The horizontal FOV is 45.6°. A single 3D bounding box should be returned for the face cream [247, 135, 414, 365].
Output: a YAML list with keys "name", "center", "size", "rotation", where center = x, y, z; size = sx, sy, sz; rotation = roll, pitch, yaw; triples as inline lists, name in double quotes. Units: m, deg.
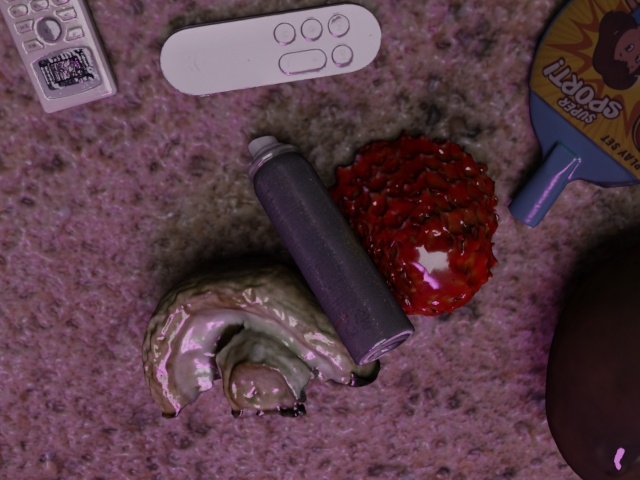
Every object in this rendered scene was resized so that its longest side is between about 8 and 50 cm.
- name: "face cream"
  center: [0.000, 0.000, 0.832]
  size: [0.073, 0.073, 0.283]
  rotation: [-36, 70, 11]

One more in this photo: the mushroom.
- name: "mushroom"
  center: [-0.070, 0.098, 0.897]
  size: [0.267, 0.189, 0.164]
  rotation: [-7, 103, 24]

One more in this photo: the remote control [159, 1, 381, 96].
- name: "remote control"
  center: [-0.055, -0.210, 0.840]
  size: [0.245, 0.022, 0.077]
  rotation: [-9, 113, -1]

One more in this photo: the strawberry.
- name: "strawberry"
  center: [0.103, 0.003, 0.871]
  size: [0.234, 0.178, 0.234]
  rotation: [0, 110, 0]

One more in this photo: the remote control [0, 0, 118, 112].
- name: "remote control"
  center: [-0.287, -0.235, 0.804]
  size: [0.088, 0.029, 0.190]
  rotation: [-15, 115, 1]

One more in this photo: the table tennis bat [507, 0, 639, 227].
- name: "table tennis bat"
  center: [0.311, -0.142, 0.835]
  size: [0.215, 0.044, 0.329]
  rotation: [48, 132, 22]

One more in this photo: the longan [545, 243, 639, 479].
- name: "longan"
  center: [0.415, 0.157, 0.921]
  size: [0.288, 0.288, 0.350]
  rotation: [10, 124, -9]
